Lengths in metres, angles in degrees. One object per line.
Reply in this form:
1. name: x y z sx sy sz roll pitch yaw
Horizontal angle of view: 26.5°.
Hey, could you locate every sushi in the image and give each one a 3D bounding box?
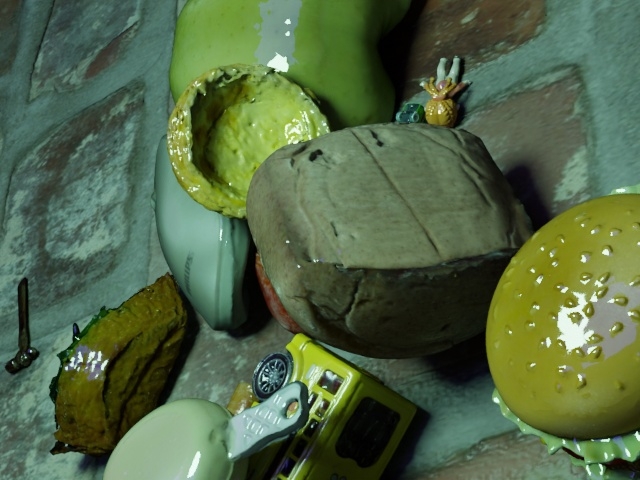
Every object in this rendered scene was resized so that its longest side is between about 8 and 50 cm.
1. sushi: -0.283 0.162 1.817 0.140 0.149 0.287 13 80 53

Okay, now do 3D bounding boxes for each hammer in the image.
1. hammer: -0.470 0.127 2.132 0.065 0.021 0.178 -37 43 24

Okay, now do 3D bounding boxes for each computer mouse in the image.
1. computer mouse: -0.171 -0.014 1.806 0.331 0.095 0.197 -130 39 -52

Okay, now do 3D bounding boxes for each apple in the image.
1. apple: -0.049 -0.250 1.859 0.360 0.311 0.320 -4 27 40

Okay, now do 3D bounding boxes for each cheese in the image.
1. cheese: -0.120 0.228 1.438 0.286 0.082 0.163 -31 42 32

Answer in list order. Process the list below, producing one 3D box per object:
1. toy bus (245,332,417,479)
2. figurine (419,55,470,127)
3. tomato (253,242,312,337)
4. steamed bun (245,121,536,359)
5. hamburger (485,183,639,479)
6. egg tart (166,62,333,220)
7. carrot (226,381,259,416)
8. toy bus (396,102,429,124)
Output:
1. toy bus: -0.041 0.281 1.494 0.151 0.145 0.331 24 83 52
2. figurine: 0.153 -0.188 1.688 0.064 0.047 0.109 0 56 20
3. tomato: -0.003 0.000 1.681 0.228 0.101 0.228 -28 45 31
4. steamed bun: 0.070 0.017 1.477 0.199 0.301 0.251 107 150 -44
5. hamburger: 0.281 0.082 1.244 0.274 0.212 0.274 -25 49 33
6. egg tart: -0.087 -0.114 1.657 0.090 0.212 0.212 144 147 -71
7. carrot: -0.112 0.282 1.629 0.067 0.067 0.225 -3 62 45
8. toy bus: 0.108 -0.129 1.698 0.031 0.037 0.083 9 73 47
